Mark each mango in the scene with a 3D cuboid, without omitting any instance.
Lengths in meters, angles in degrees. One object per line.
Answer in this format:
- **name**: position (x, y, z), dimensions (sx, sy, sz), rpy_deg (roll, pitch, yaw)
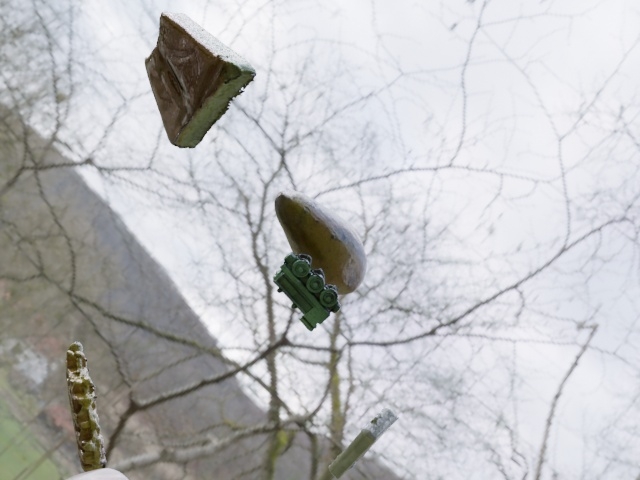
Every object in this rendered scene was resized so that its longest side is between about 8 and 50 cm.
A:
- **mango**: position (0.007, 0.003, 2.004), dimensions (0.176, 0.176, 0.329), rpy_deg (17, -27, 30)

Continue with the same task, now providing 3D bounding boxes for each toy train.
- **toy train**: position (-0.034, 0.108, 1.854), dimensions (0.170, 0.111, 0.071), rpy_deg (48, 6, -9)

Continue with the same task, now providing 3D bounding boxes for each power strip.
- **power strip**: position (0.075, 0.368, 1.529), dimensions (0.035, 0.081, 0.192), rpy_deg (43, -43, 13)

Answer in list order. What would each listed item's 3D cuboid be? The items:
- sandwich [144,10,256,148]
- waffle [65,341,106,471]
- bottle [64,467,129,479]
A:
- **sandwich**: position (-0.217, -0.299, 1.409), dimensions (0.245, 0.063, 0.212), rpy_deg (-37, -112, 48)
- **waffle**: position (-0.538, 0.387, 1.916), dimensions (0.301, 0.058, 0.282), rpy_deg (-119, -151, -43)
- **bottle**: position (-0.427, 0.469, 1.389), dimensions (0.147, 0.148, 0.236), rpy_deg (32, 15, 30)
